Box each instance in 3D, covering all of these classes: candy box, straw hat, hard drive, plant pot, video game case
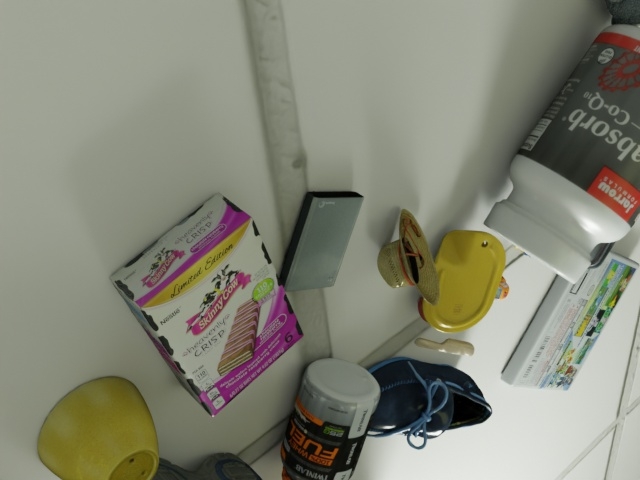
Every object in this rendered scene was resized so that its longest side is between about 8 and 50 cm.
[{"bbox_3d":[-0.123,0.081,1.011,0.159,0.071,0.233,-41,140,-18],"label":"candy box"},{"bbox_3d":[0.115,0.033,1.232,0.061,0.145,0.144,-19,148,21],"label":"straw hat"},{"bbox_3d":[0.000,0.000,1.124,0.094,0.022,0.135,-4,119,-46],"label":"hard drive"},{"bbox_3d":[-0.238,0.238,0.982,0.134,0.095,0.134,-28,135,-32],"label":"plant pot"},{"bbox_3d":[0.530,0.166,1.811,0.300,0.036,0.329,15,104,-51],"label":"video game case"}]

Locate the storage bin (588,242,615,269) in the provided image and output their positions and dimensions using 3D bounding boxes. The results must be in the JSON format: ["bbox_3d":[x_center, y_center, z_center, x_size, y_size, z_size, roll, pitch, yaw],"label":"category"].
[{"bbox_3d":[0.423,-0.015,1.492,0.091,0.135,0.098,24,99,-41],"label":"storage bin"}]

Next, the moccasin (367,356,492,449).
[{"bbox_3d":[0.179,0.264,1.434,0.342,0.116,0.138,-1,117,-47],"label":"moccasin"}]

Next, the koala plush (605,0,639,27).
[{"bbox_3d":[0.516,-0.409,1.286,0.221,0.203,0.196,-41,158,15],"label":"koala plush"}]

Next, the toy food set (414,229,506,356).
[{"bbox_3d":[0.211,0.072,1.379,0.128,0.071,0.218,6,113,-23],"label":"toy food set"}]

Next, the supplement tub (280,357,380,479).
[{"bbox_3d":[0.009,0.279,1.263,0.117,0.117,0.191,-7,121,-44],"label":"supplement tub"}]

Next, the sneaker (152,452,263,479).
[{"bbox_3d":[-0.190,0.356,1.118,0.297,0.111,0.129,20,106,-51],"label":"sneaker"}]

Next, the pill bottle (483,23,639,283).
[{"bbox_3d":[0.426,-0.128,1.331,0.363,0.210,0.210,-57,143,5],"label":"pill bottle"}]

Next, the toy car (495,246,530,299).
[{"bbox_3d":[0.326,0.053,1.501,0.060,0.040,0.122,11,109,-50],"label":"toy car"}]
